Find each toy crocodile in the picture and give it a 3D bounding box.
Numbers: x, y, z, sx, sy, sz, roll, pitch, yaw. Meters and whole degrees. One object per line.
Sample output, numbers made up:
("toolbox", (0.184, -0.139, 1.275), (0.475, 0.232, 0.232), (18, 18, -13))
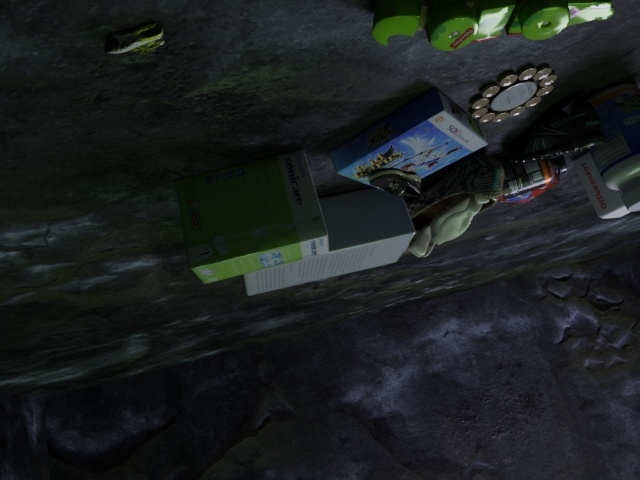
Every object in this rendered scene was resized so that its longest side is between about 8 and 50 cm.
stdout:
("toy crocodile", (0.244, -0.332, 0.754), (0.341, 0.115, 0.105), (-7, 161, -3))

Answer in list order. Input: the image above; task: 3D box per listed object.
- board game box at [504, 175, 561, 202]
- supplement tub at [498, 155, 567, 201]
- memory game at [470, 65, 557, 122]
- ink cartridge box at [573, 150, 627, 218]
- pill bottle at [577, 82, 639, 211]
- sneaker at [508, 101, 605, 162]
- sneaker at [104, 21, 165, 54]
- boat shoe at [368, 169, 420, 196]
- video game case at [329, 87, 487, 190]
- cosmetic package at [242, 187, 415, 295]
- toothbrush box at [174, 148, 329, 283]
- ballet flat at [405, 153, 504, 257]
("board game box", (0.608, -0.163, 1.652), (0.282, 0.027, 0.145), (-2, 156, -33))
("supplement tub", (0.560, -0.183, 1.440), (0.198, 0.105, 0.106), (-19, 161, 10))
("memory game", (0.407, -0.308, 1.120), (0.186, 0.012, 0.186), (-13, 160, -5))
("ink cartridge box", (0.891, -0.208, 1.482), (0.115, 0.198, 0.273), (-4, 158, -34))
("pill bottle", (0.716, -0.212, 1.226), (0.153, 0.271, 0.152), (-14, 161, -5))
("sneaker", (0.564, -0.253, 1.281), (0.101, 0.106, 0.267), (-12, -179, -25))
("sneaker", (-0.249, -0.264, 0.715), (0.083, 0.031, 0.035), (-16, 161, 1))
("boat shoe", (0.176, -0.127, 1.205), (0.152, 0.049, 0.056), (-1, 158, -34))
("video game case", (0.200, -0.205, 1.176), (0.270, 0.061, 0.244), (-27, 157, 31))
("cosmetic package", (0.000, 0.000, 1.438), (0.454, 0.161, 0.230), (-12, 160, -10))
("toothbrush box", (-0.143, -0.049, 1.127), (0.284, 0.206, 0.122), (-15, 160, -2))
("ballet flat", (0.322, -0.058, 1.487), (0.164, 0.181, 0.483), (24, 147, -16))
